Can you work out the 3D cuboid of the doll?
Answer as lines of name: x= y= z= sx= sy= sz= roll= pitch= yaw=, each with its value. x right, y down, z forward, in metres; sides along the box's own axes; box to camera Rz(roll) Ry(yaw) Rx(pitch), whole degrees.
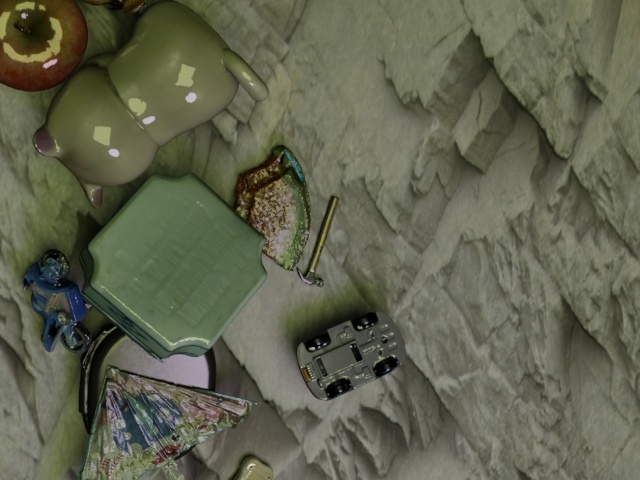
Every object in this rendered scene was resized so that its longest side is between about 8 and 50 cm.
doll: x=-0.299 y=-0.247 z=1.716 sx=0.370 sy=0.226 sz=0.215 roll=-31 pitch=142 yaw=1

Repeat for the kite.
kite: x=-0.300 y=0.381 z=1.867 sx=0.406 sy=0.014 sz=0.368 roll=-30 pitch=110 yaw=-9

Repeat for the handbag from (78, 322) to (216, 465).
handbag: x=-0.324 y=0.275 z=1.892 sx=0.253 sy=0.093 sz=0.308 roll=2 pitch=103 yaw=-18

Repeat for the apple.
apple: x=-0.478 y=-0.337 z=1.647 sx=0.188 sy=0.174 sz=0.188 roll=-3 pitch=101 yaw=-19

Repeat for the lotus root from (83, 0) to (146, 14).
lotus root: x=-0.393 y=-0.502 z=1.654 sx=0.169 sy=0.141 sz=0.314 roll=-45 pitch=102 yaw=-15

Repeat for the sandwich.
sandwich: x=-0.084 y=-0.061 z=1.898 sx=0.159 sy=0.079 sz=0.235 roll=11 pitch=99 yaw=-21

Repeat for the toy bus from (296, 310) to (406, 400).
toy bus: x=0.055 y=0.231 z=1.983 sx=0.209 sy=0.136 sz=0.126 roll=-23 pitch=79 yaw=-13

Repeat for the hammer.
hammer: x=0.000 y=0.000 z=1.977 sx=0.062 sy=0.017 sz=0.182 roll=14 pitch=96 yaw=-21

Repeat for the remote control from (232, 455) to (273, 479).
remote control: x=-0.152 y=0.496 z=2.035 sx=0.074 sy=0.032 sz=0.122 roll=38 pitch=90 yaw=-23

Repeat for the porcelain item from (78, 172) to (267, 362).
porcelain item: x=-0.260 y=0.049 z=1.777 sx=0.281 sy=0.157 sz=0.286 roll=41 pitch=67 yaw=-8

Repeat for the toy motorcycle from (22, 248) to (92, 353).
toy motorcycle: x=-0.474 y=0.110 z=1.800 sx=0.076 sy=0.114 sz=0.205 roll=-40 pitch=125 yaw=-55
